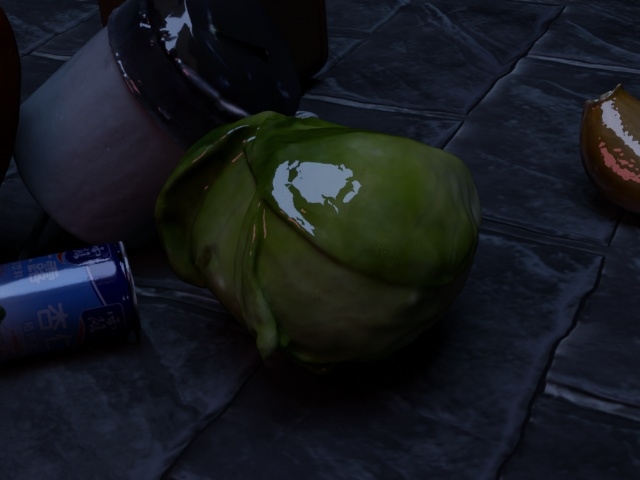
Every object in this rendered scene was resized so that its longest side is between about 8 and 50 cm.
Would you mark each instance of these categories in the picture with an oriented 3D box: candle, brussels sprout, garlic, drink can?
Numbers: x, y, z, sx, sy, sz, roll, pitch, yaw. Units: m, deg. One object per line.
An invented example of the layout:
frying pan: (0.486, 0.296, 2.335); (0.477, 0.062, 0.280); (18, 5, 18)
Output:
candle: (-0.198, -0.123, 1.157); (0.342, 0.221, 0.221); (-34, 21, 27)
brussels sprout: (0.000, -0.003, 0.984); (0.294, 0.227, 0.259); (-1, 27, -18)
garlic: (0.387, -0.082, 1.196); (0.207, 0.128, 0.115); (24, -3, 29)
drink can: (-0.298, 0.068, 1.028); (0.235, 0.097, 0.097); (-11, 33, -13)

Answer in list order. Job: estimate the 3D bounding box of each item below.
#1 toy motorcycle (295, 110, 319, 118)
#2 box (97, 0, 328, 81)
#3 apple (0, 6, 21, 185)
toy motorcycle: (-0.067, -0.117, 1.324); (0.229, 0.074, 0.151); (-16, 31, -17)
box: (-0.151, -0.346, 1.456); (0.239, 0.339, 0.229); (14, 39, 25)
apple: (-0.449, -0.114, 1.065); (0.295, 0.328, 0.365); (-19, -7, -42)
